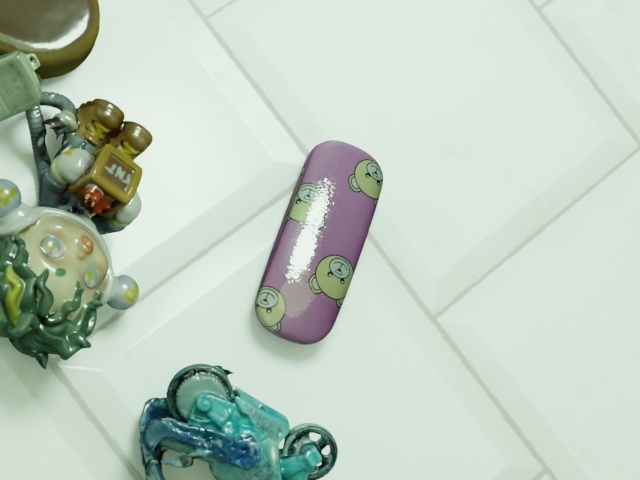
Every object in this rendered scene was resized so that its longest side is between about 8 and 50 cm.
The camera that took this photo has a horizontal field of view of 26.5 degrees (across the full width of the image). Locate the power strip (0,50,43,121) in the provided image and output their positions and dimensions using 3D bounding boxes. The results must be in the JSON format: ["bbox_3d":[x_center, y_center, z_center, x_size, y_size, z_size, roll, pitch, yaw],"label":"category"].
[{"bbox_3d":[-0.498,-0.173,1.820,0.272,0.052,0.078,-24,108,-2],"label":"power strip"}]

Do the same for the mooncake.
[{"bbox_3d":[-0.430,-0.337,1.907,0.235,0.117,0.235,4,77,-17],"label":"mooncake"}]

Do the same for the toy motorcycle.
[{"bbox_3d":[-0.123,0.294,1.837,0.260,0.154,0.206,32,91,-13],"label":"toy motorcycle"}]

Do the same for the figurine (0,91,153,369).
[{"bbox_3d":[-0.337,-0.011,1.820,0.261,0.186,0.382,33,61,-20],"label":"figurine"}]

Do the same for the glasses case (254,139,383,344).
[{"bbox_3d":[0.000,0.000,1.987,0.123,0.076,0.316,24,69,-11],"label":"glasses case"}]
